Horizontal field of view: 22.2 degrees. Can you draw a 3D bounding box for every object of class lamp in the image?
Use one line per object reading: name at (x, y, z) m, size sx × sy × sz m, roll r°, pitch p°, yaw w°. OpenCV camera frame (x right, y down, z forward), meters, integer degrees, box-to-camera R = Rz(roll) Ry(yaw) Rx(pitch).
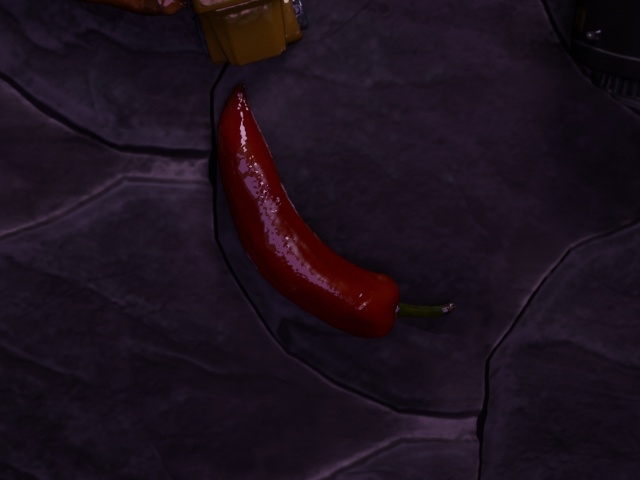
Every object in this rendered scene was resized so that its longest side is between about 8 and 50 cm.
lamp at (0.365, -0.273, 1.714) m, size 0.374 × 0.205 × 0.272 m, roll 20°, pitch 101°, yaw -22°

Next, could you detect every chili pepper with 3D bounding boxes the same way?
chili pepper at (-0.008, 0.001, 1.838) m, size 0.137 × 0.092 × 0.368 m, roll -45°, pitch 109°, yaw -2°

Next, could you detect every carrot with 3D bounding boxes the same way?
carrot at (-0.258, -0.276, 1.722) m, size 0.248 × 0.059 × 0.059 m, roll 14°, pitch 107°, yaw 2°

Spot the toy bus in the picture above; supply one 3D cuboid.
toy bus at (-0.107, -0.345, 1.694) m, size 0.121 × 0.123 × 0.335 m, roll -16°, pitch 109°, yaw 1°
